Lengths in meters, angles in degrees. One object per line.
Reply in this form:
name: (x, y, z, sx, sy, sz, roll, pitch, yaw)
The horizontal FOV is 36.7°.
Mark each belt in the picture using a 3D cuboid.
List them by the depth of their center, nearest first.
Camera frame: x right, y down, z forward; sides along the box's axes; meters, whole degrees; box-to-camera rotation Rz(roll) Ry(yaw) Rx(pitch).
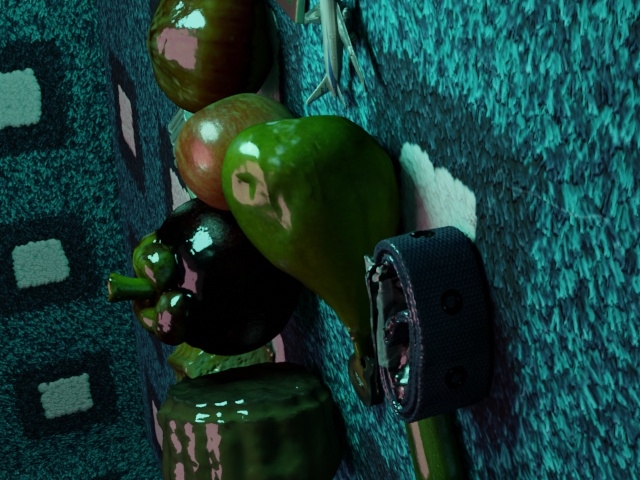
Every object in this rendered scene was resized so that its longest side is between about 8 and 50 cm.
belt: (0.118, 0.102, 1.148, 0.139, 0.126, 0.230, -150, 50, -62)

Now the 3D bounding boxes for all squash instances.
squash: (0.139, 0.229, 1.258, 0.066, 0.066, 0.229, 159, 99, -70)

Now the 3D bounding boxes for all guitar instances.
guitar: (0.076, 0.153, 1.444, 0.088, 0.025, 0.233, -120, 28, -43)

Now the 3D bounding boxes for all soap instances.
soap: (-0.295, -0.241, 2.195, 0.198, 0.063, 0.115, 155, 104, -70)

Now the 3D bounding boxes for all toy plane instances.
toy plane: (0.016, -0.288, 1.309, 0.226, 0.058, 0.226, -123, 31, -48)

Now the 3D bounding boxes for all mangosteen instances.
mangosteen: (-0.179, 0.070, 1.692, 0.313, 0.297, 0.297, -49, -38, -57)

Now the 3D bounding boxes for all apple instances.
apple: (-0.128, -0.145, 1.584, 0.164, 0.209, 0.209, 60, 157, 12)

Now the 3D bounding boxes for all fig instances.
fig: (-0.009, -0.023, 1.292, 0.233, 0.233, 0.314, -131, 30, -55)

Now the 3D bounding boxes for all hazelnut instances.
hazelnut: (-0.189, -0.323, 1.644, 0.251, 0.217, 0.217, 102, 150, -48)

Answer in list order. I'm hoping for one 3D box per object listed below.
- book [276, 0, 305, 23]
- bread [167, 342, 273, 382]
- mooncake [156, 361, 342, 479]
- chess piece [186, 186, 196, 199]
book: (-0.069, -0.458, 1.501, 0.232, 0.022, 0.162, -123, 31, -46)
bread: (-0.216, 0.281, 2.100, 0.196, 0.238, 0.252, 41, 174, -17)
mooncake: (-0.125, 0.329, 1.684, 0.324, 0.324, 0.187, -167, 72, -69)
chess piece: (-0.221, -0.137, 1.963, 0.251, 0.144, 0.144, -150, 51, -71)
